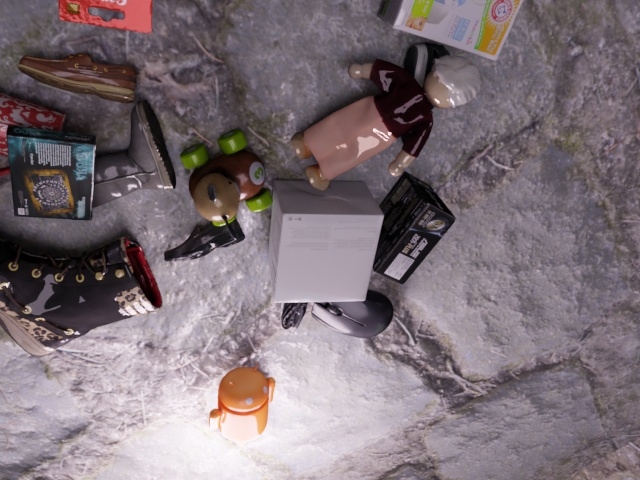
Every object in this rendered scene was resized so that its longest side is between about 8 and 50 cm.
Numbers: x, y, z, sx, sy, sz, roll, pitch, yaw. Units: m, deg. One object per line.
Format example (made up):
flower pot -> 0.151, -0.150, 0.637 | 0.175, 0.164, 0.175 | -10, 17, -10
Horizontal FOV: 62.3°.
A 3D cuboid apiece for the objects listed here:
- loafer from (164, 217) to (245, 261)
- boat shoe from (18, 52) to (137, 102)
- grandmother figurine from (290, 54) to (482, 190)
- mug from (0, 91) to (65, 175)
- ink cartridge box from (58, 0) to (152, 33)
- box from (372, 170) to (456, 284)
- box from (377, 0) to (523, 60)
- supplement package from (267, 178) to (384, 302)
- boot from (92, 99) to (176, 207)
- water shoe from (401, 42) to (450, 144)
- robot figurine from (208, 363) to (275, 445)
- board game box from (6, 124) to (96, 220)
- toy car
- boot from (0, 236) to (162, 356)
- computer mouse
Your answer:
loafer -> -0.241, -0.002, 1.079 | 0.170, 0.062, 0.061 | -20, 84, -3
boat shoe -> -0.392, -0.274, 0.867 | 0.177, 0.064, 0.060 | 9, 89, -19
grandmother figurine -> 0.115, -0.222, 0.937 | 0.342, 0.104, 0.208 | -23, 107, 22
mug -> -0.524, -0.180, 0.877 | 0.169, 0.113, 0.150 | 12, 147, -24
ink cartridge box -> -0.325, -0.406, 0.792 | 0.145, 0.045, 0.179 | 3, 125, -17
box -> 0.172, -0.026, 1.095 | 0.077, 0.147, 0.180 | 25, 113, -25
box -> 0.218, -0.396, 0.894 | 0.203, 0.103, 0.114 | 10, 120, -19
supplement package -> 0.000, 0.000, 1.071 | 0.194, 0.149, 0.203 | 1, 122, -13
boot -> -0.383, -0.144, 0.948 | 0.208, 0.076, 0.190 | -7, 123, 0
water shoe -> 0.200, -0.262, 0.995 | 0.080, 0.073, 0.203 | -7, 124, -11
robot figurine -> -0.191, 0.403, 1.299 | 0.158, 0.128, 0.220 | 3, 121, -6
board game box -> -0.444, -0.105, 0.883 | 0.126, 0.026, 0.186 | 4, 140, -24
toy car -> -0.167, -0.086, 0.946 | 0.148, 0.188, 0.155 | -21, 118, 2
boot -> -0.496, 0.053, 1.000 | 0.284, 0.138, 0.378 | -17, 128, -1
computer mouse -> 0.057, 0.172, 1.242 | 0.272, 0.072, 0.189 | 17, 116, -22
